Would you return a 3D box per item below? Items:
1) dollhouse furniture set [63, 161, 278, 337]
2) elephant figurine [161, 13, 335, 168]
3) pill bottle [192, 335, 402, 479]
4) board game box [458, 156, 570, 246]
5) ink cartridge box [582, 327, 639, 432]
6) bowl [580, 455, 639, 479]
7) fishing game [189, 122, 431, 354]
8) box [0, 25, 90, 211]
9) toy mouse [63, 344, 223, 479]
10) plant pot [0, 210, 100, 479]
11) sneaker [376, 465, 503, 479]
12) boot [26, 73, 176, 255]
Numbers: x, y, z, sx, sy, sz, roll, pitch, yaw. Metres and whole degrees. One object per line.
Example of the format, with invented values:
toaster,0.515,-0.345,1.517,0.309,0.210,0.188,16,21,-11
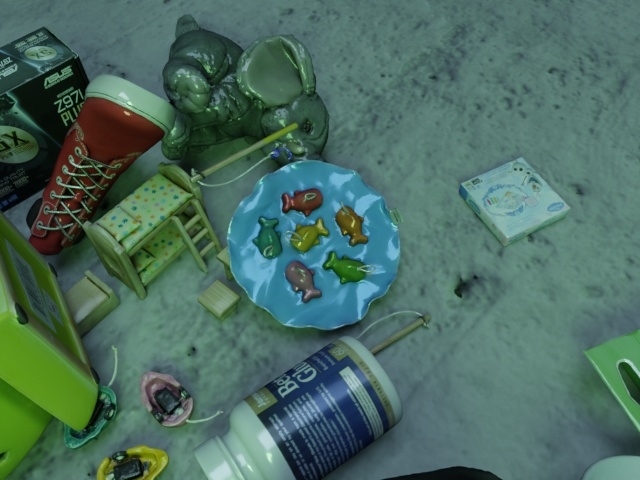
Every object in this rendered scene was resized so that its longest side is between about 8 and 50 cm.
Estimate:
dollhouse furniture set,-0.163,0.035,0.653,0.161,0.101,0.182,33,62,22
elephant figurine,-0.064,-0.157,0.774,0.240,0.185,0.169,5,21,-7
pill bottle,-0.021,0.165,0.563,0.169,0.094,0.094,-30,60,-19
board game box,0.224,-0.047,0.749,0.090,0.020,0.090,-23,57,-15
ink cartridge box,0.357,0.125,0.600,0.210,0.062,0.108,-18,56,-10
bowl,0.287,0.284,0.413,0.298,0.134,0.298,19,14,-5
fishing game,0.000,0.000,0.662,0.189,0.041,0.264,-27,80,-19
box,-0.355,-0.136,0.751,0.180,0.147,0.077,-37,62,-22
toy mouse,-0.178,0.165,0.606,0.161,0.031,0.143,-20,57,-13
plant pot,-0.331,0.085,0.534,0.207,0.227,0.228,-29,57,-11
sneaker,0.108,0.284,0.303,0.448,0.257,0.169,23,32,37
boot,-0.234,-0.064,0.656,0.088,0.244,0.176,29,75,-24
